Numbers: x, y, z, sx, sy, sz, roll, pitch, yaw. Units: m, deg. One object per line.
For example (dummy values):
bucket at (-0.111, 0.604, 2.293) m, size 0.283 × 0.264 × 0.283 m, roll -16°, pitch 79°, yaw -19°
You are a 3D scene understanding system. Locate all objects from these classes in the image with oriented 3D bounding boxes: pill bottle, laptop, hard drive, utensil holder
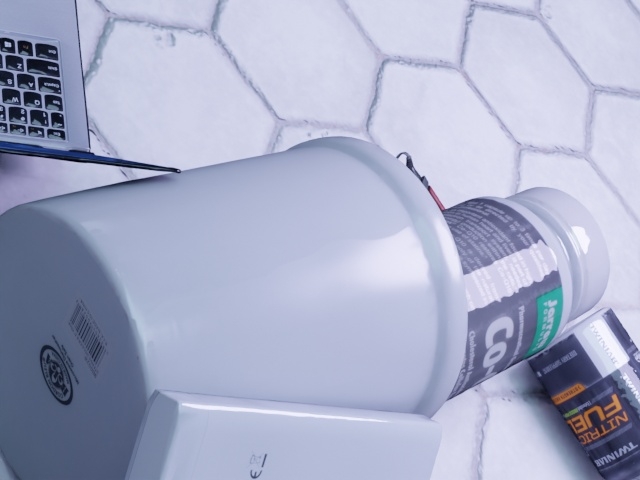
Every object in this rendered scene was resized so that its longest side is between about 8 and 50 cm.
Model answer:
pill bottle at (0.382, 0.219, 1.883) m, size 0.130 × 0.130 × 0.246 m, roll -26°, pitch 80°, yaw -46°
pill bottle at (0.163, 0.065, 1.728) m, size 0.361 × 0.204 × 0.204 m, roll -23°, pitch 78°, yaw -38°
laptop at (-0.374, -0.203, 1.443) m, size 0.382 × 0.236 × 0.408 m, roll 6°, pitch 59°, yaw -29°
hard drive at (-0.041, 0.259, 1.318) m, size 0.353 × 0.047 × 0.233 m, roll 12°, pitch 95°, yaw -47°
utensil holder at (-0.104, 0.083, 1.449) m, size 0.385 × 0.327 × 0.328 m, roll -14°, pitch 72°, yaw -40°

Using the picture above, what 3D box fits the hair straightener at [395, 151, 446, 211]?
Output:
hair straightener at (0.150, -0.009, 1.901) m, size 0.089 × 0.047 × 0.230 m, roll -24°, pitch 85°, yaw -45°
